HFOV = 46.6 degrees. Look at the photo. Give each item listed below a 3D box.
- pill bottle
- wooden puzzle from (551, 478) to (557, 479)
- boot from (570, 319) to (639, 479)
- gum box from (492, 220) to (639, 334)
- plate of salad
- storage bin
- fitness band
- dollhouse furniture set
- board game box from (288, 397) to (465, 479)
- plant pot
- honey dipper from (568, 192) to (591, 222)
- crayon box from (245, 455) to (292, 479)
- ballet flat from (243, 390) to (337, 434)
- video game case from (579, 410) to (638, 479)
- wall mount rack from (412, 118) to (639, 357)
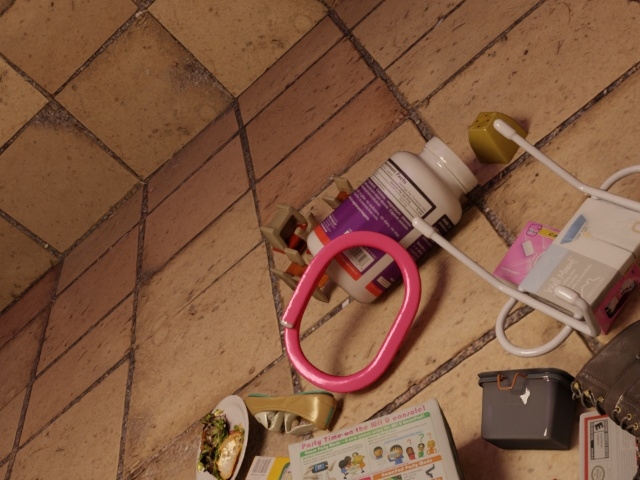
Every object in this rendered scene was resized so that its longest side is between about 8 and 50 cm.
[{"bbox_3d":[0.141,-0.043,1.423,0.323,0.181,0.181,-43,28,5],"label":"pill bottle"},{"bbox_3d":[0.293,0.334,0.916,0.049,0.006,0.083,-45,28,3],"label":"wooden puzzle"},{"bbox_3d":[0.367,0.215,0.852,0.263,0.091,0.229,-45,22,-5],"label":"boot"},{"bbox_3d":[0.364,0.052,1.090,0.188,0.062,0.107,25,73,47],"label":"gum box"},{"bbox_3d":[-0.198,0.392,1.421,0.200,0.048,0.200,-39,40,42],"label":"plate of salad"},{"bbox_3d":[0.274,0.228,0.997,0.135,0.098,0.091,-16,51,44],"label":"storage bin"},{"bbox_3d":[0.054,0.123,1.303,0.291,0.209,0.054,-63,-12,-1],"label":"fitness band"},{"bbox_3d":[0.000,0.000,1.658,0.259,0.135,0.262,15,65,46],"label":"dollhouse furniture set"},{"bbox_3d":[0.088,0.379,0.939,0.223,0.098,0.303,-20,45,11],"label":"board game box"},{"bbox_3d":[0.341,-0.209,1.469,0.082,0.083,0.081,-55,29,-14],"label":"plant pot"},{"bbox_3d":[0.402,-0.023,1.198,0.030,0.030,0.161,7,59,56],"label":"honey dipper"},{"bbox_3d":[-0.021,0.427,1.143,0.278,0.081,0.165,-14,42,45],"label":"crayon box"},{"bbox_3d":[-0.068,0.317,1.359,0.232,0.080,0.073,-16,54,45],"label":"ballet flat"},{"bbox_3d":[0.422,0.261,0.815,0.285,0.025,0.204,-23,36,38],"label":"video game case"},{"bbox_3d":[0.317,-0.023,1.044,0.350,0.130,0.304,-49,39,-10],"label":"wall mount rack"}]
